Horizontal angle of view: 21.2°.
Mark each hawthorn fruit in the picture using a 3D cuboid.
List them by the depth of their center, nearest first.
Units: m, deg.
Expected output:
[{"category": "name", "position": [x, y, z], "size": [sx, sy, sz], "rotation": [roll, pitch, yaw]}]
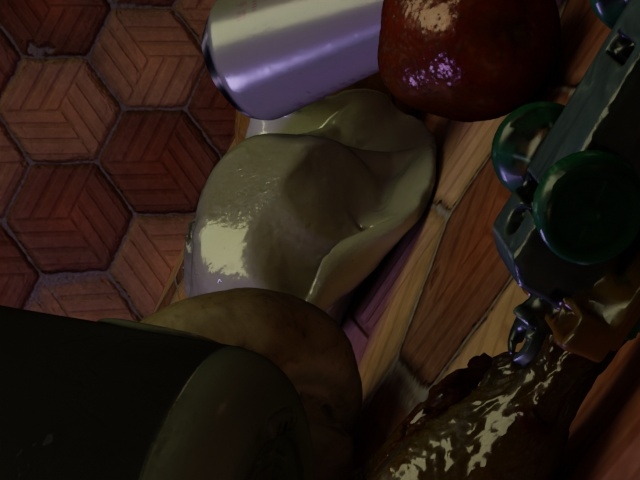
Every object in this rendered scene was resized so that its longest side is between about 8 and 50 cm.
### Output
[{"category": "hawthorn fruit", "position": [0.115, -0.150, 1.253], "size": [0.138, 0.133, 0.133], "rotation": [27, 91, 59]}]

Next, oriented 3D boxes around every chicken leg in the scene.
[{"category": "chicken leg", "position": [0.071, 0.117, 0.898], "size": [0.177, 0.083, 0.322], "rotation": [-56, 4, -27]}]

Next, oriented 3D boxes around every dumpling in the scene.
[{"category": "dumpling", "position": [0.000, 0.000, 1.499], "size": [0.243, 0.187, 0.318], "rotation": [-16, 42, 20]}]

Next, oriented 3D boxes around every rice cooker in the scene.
[{"category": "rice cooker", "position": [-0.158, 0.179, 1.005], "size": [0.288, 0.277, 0.288], "rotation": [8, -90, -73]}]

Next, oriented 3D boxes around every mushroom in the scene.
[{"category": "mushroom", "position": [-0.073, 0.156, 1.236], "size": [0.255, 0.184, 0.255], "rotation": [-47, -28, -34]}]

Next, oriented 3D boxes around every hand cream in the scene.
[{"category": "hand cream", "position": [0.070, -0.211, 1.426], "size": [0.358, 0.118, 0.185], "rotation": [-22, 28, 25]}]

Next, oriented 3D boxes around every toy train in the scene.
[{"category": "toy train", "position": [0.153, -0.037, 0.679], "size": [0.228, 0.136, 0.091], "rotation": [-58, 16, 13]}]

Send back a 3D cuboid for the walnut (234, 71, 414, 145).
[{"category": "walnut", "position": [0.004, -0.123, 1.686], "size": [0.197, 0.165, 0.165], "rotation": [-55, 12, 27]}]
